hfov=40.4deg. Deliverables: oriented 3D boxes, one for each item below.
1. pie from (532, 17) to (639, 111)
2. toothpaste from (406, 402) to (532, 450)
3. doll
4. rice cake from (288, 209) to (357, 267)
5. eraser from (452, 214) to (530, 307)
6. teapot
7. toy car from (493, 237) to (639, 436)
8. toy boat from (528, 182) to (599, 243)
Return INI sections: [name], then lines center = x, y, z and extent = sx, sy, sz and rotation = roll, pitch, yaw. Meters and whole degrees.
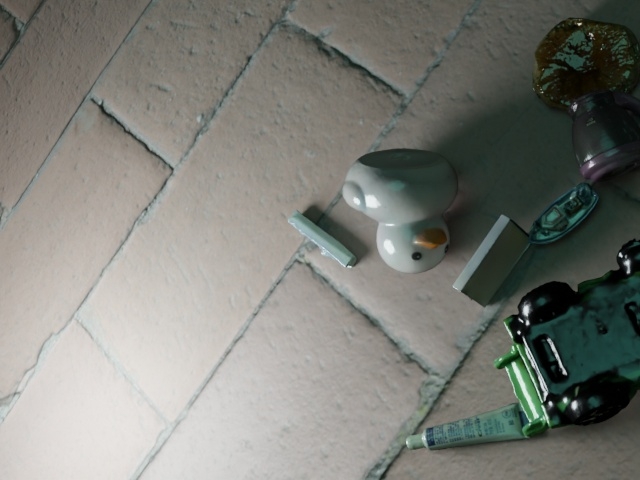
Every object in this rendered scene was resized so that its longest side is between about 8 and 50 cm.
[pie]
center = 0.467, -0.305, 1.542
extent = 0.195, 0.046, 0.195
rotation = -9, 73, 29
[toothpaste]
center = 0.248, 0.324, 1.471
extent = 0.216, 0.037, 0.062
rotation = -17, 67, 20
[doll]
center = 0.152, -0.052, 1.579
extent = 0.221, 0.221, 0.251
rotation = -58, 34, 2
[rice cake]
center = 0.000, 0.000, 1.718
extent = 0.180, 0.030, 0.042
rotation = 38, 89, 33
[eraser]
center = 0.298, 0.038, 1.495
extent = 0.023, 0.104, 0.150
rotation = 37, 94, 40
[teapot]
center = 0.484, -0.185, 1.442
extent = 0.148, 0.116, 0.146
rotation = -23, 75, 15
[toy car]
center = 0.438, 0.160, 1.340
extent = 0.358, 0.176, 0.213
rotation = -28, 60, 13
[toy boat]
center = 0.409, -0.042, 1.479
extent = 0.140, 0.066, 0.059
rotation = -42, 62, 13
